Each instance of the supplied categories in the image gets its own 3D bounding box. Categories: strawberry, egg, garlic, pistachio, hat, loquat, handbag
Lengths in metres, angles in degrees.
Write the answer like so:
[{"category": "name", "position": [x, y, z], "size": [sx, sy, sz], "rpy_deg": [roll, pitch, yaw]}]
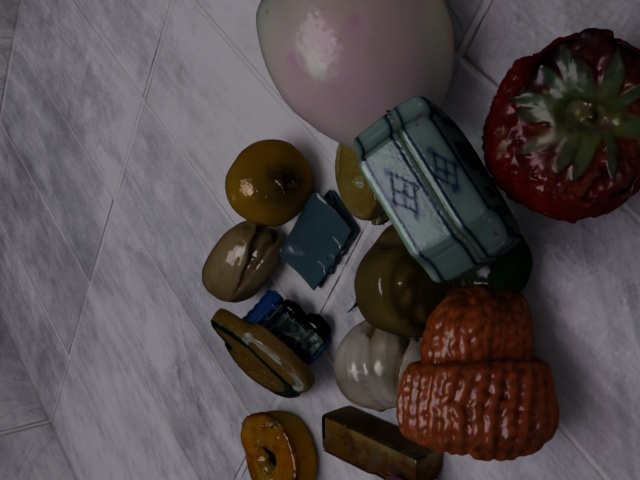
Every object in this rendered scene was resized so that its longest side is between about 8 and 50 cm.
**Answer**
[{"category": "strawberry", "position": [0.397, -0.172, 1.350], "size": [0.292, 0.310, 0.291], "rpy_deg": [0, 90, 19]}, {"category": "egg", "position": [0.089, -0.326, 1.599], "size": [0.354, 0.355, 0.339], "rpy_deg": [-38, 69, 47]}, {"category": "garlic", "position": [0.133, 0.250, 1.784], "size": [0.281, 0.185, 0.203], "rpy_deg": [-21, 64, 51]}, {"category": "pistachio", "position": [-0.208, 0.060, 2.189], "size": [0.293, 0.162, 0.181], "rpy_deg": [-53, 26, 44]}, {"category": "hat", "position": [0.286, 0.178, 1.506], "size": [0.285, 0.285, 0.400], "rpy_deg": [9, 99, 50]}, {"category": "loquat", "position": [-0.120, -0.132, 2.012], "size": [0.208, 0.208, 0.208], "rpy_deg": [12, 105, 49]}, {"category": "handbag", "position": [0.000, 0.000, 2.010], "size": [0.144, 0.057, 0.221], "rpy_deg": [51, 131, 23]}]

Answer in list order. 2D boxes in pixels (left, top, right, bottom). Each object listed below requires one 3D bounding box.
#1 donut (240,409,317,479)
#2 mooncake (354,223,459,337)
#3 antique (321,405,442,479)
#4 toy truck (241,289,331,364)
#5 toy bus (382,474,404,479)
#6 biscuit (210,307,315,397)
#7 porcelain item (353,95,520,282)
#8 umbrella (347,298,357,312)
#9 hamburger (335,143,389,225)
[{"category": "donut", "position": [-0.114, 0.548, 2.192], "size": [0.253, 0.118, 0.253], "rpy_deg": [11, 104, 47]}, {"category": "mooncake", "position": [0.182, 0.086, 1.669], "size": [0.117, 0.235, 0.234], "rpy_deg": [-4, 93, 46]}, {"category": "antique", "position": [0.131, 0.460, 1.897], "size": [0.310, 0.087, 0.093], "rpy_deg": [12, 107, 49]}, {"category": "toy truck", "position": [-0.077, 0.218, 2.081], "size": [0.208, 0.113, 0.126], "rpy_deg": [30, 155, 30]}, {"category": "toy bus", "position": [0.161, 0.614, 1.818], "size": [0.112, 0.090, 0.274], "rpy_deg": [39, 144, 38]}, {"category": "biscuit", "position": [-0.157, 0.281, 2.102], "size": [0.287, 0.057, 0.344], "rpy_deg": [45, 157, -7]}, {"category": "porcelain item", "position": [0.198, -0.083, 1.407], "size": [0.157, 0.281, 0.285], "rpy_deg": [-34, 77, 17]}, {"category": "umbrella", "position": [0.101, 0.125, 1.928], "size": [0.022, 0.022, 0.149], "rpy_deg": [44, 133, 3]}, {"category": "hamburger", "position": [0.114, -0.141, 1.788], "size": [0.189, 0.122, 0.215], "rpy_deg": [27, 120, 53]}]
